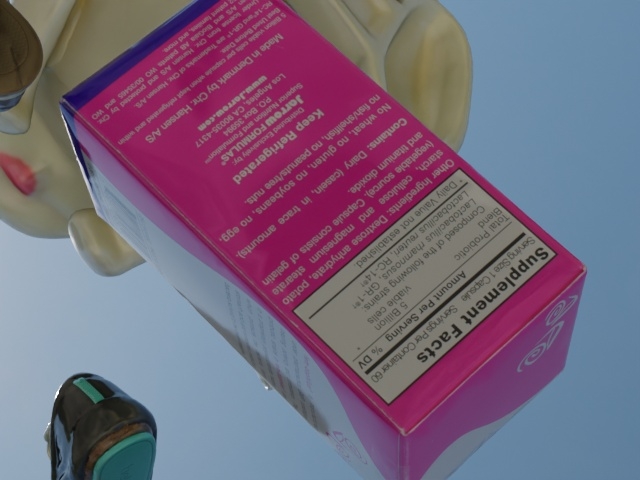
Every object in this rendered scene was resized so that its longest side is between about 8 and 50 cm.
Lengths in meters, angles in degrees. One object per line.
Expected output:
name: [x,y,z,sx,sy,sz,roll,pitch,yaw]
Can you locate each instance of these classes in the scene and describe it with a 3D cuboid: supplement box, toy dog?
supplement box: [0.000,0.000,0.722,0.114,0.111,0.220,-39,-112,-16]
toy dog: [-0.120,-0.150,1.208,0.408,0.284,0.395,-30,-153,32]

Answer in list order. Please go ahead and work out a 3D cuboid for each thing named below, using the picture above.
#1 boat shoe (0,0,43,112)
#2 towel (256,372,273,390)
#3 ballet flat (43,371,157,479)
boat shoe: [-0.187,-0.113,0.704,0.152,0.049,0.056,49,-122,3]
towel: [0.024,0.062,1.053,0.152,0.023,0.113,-10,-159,-14]
ballet flat: [-0.180,0.206,1.266,0.095,0.280,0.096,-22,-127,-34]
